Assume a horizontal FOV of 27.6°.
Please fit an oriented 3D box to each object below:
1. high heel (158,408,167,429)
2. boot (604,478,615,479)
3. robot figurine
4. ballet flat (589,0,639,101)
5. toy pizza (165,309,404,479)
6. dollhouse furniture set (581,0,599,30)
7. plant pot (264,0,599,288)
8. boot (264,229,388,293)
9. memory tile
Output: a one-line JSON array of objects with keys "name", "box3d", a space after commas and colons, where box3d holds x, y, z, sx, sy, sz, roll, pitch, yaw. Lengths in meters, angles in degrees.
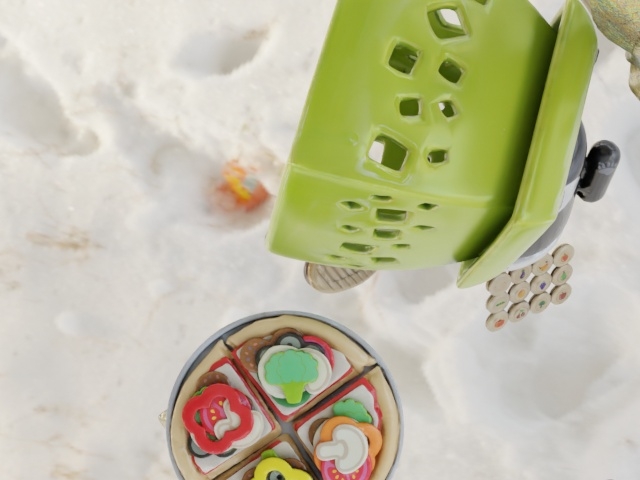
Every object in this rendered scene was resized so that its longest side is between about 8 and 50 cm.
[{"name": "high heel", "box3d": [-0.062, 0.238, 1.662, 0.261, 0.186, 0.093, 7, 99, 35]}, {"name": "boot", "box3d": [0.364, 0.331, 1.453, 0.246, 0.083, 0.161, -34, 100, 13]}, {"name": "robot figurine", "box3d": [0.212, -0.080, 1.500, 0.209, 0.278, 0.173, 34, 68, 18]}, {"name": "ballet flat", "box3d": [0.277, -0.147, 0.950, 0.123, 0.348, 0.123, -3, 79, 18]}, {"name": "toy pizza", "box3d": [-0.030, 0.159, 1.089, 0.201, 0.032, 0.201, 0, 95, 0]}, {"name": "dollhouse furniture set", "box3d": [0.472, -0.432, 1.917, 0.161, 0.242, 0.212, 57, 147, 11]}, {"name": "plant pot", "box3d": [0.089, -0.091, 1.045, 0.207, 0.228, 0.227, 17, 72, -3]}, {"name": "boot", "box3d": [0.000, 0.000, 1.787, 0.207, 0.248, 0.090, -10, 117, 43]}, {"name": "memory tile", "box3d": [0.297, 0.067, 1.840, 0.148, 0.113, 0.012, -21, 42, -19]}]
